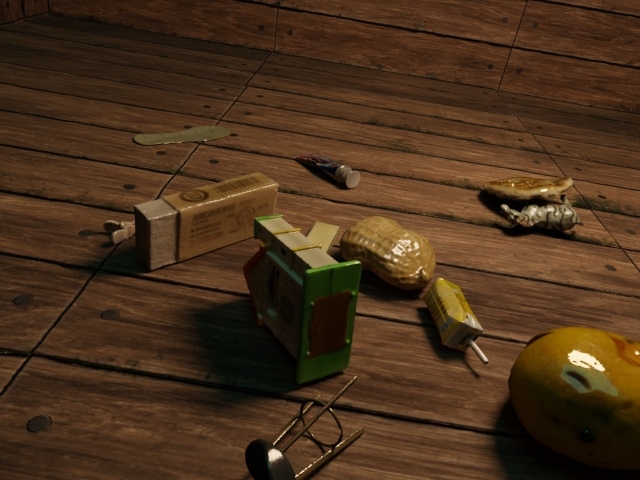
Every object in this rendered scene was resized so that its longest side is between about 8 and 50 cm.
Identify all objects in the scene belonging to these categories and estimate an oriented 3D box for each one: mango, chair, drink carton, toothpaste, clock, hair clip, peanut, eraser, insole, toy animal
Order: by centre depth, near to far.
[{"bbox_3d":[-0.028,0.291,0.746,0.095,0.104,0.222,-1,17,36],"label":"chair"},{"bbox_3d":[0.491,0.261,0.863,0.365,0.182,0.253,6,27,-27],"label":"mango"},{"bbox_3d":[-0.048,0.091,0.943,0.106,0.219,0.255,-9,29,-30],"label":"clock"},{"bbox_3d":[0.274,0.167,1.028,0.075,0.084,0.200,25,26,-21],"label":"drink carton"},{"bbox_3d":[-0.255,-0.051,1.171,0.343,0.144,0.078,-21,45,-41],"label":"eraser"},{"bbox_3d":[0.163,0.029,1.190,0.233,0.110,0.197,28,36,30],"label":"peanut"},{"bbox_3d":[-0.409,-0.045,1.224,0.226,0.034,0.072,-21,42,-41],"label":"hair clip"},{"bbox_3d":[0.648,-0.081,1.527,0.255,0.089,0.170,-4,26,-7],"label":"toy animal"},{"bbox_3d":[0.021,-0.241,1.644,0.096,0.061,0.266,-17,34,-34],"label":"toothpaste"},{"bbox_3d":[-0.461,-0.359,1.734,0.349,0.009,0.119,-15,40,-34],"label":"insole"}]

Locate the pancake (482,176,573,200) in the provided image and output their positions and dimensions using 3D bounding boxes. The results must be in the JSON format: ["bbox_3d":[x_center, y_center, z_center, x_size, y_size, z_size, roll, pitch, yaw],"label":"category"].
[{"bbox_3d":[0.651,-0.169,1.607,0.283,0.048,0.282,-5,12,1],"label":"pancake"}]

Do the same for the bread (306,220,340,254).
[{"bbox_3d":[0.000,0.000,1.268,0.068,0.028,0.153,15,33,8],"label":"bread"}]
